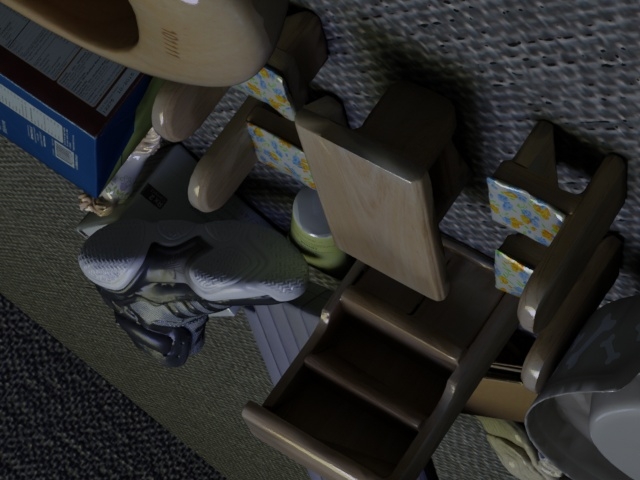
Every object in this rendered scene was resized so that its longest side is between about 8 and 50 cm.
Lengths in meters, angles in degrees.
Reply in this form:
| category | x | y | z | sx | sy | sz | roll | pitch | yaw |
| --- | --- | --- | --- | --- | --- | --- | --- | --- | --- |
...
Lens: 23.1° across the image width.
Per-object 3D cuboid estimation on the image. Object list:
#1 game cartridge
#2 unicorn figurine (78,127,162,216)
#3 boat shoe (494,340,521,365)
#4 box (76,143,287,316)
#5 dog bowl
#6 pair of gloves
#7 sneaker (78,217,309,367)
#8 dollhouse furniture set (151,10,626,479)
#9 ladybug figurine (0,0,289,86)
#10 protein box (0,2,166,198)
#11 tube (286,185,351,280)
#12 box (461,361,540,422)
| category | x | y | z | sx | sy | sz | roll | pitch | yaw |
| --- | --- | --- | --- | --- | --- | --- | --- | --- | --- |
| game cartridge | 0.034 | 0.203 | 1.751 | 0.230 | 0.068 | 0.355 | 16 | 132 | 52 |
| unicorn figurine | -0.216 | -0.098 | 1.752 | 0.060 | 0.161 | 0.111 | 11 | -171 | -29 |
| boat shoe | 0.114 | 0.100 | 1.692 | 0.207 | 0.073 | 0.073 | 26 | 157 | 22 |
| box | -0.165 | -0.007 | 1.849 | 0.181 | 0.119 | 0.182 | 41 | 162 | -18 |
| dog bowl | 0.345 | 0.156 | 1.253 | 0.349 | 0.102 | 0.349 | 19 | 159 | 8 |
| pair of gloves | 0.279 | 0.264 | 1.864 | 0.240 | 0.042 | 0.204 | 14 | 153 | 51 |
| sneaker | -0.124 | 0.061 | 1.699 | 0.269 | 0.101 | 0.153 | 6 | 133 | 24 |
| dollhouse furniture set | 0.041 | 0.042 | 1.360 | 0.362 | 0.256 | 0.394 | 28 | 161 | 21 |
| ladybug figurine | -0.200 | -0.279 | 1.125 | 0.449 | 0.162 | 0.305 | 31 | 163 | 11 |
| protein box | -0.268 | -0.175 | 1.568 | 0.201 | 0.136 | 0.200 | 35 | 163 | 3 |
| tube | 0.000 | 0.000 | 1.670 | 0.240 | 0.062 | 0.070 | 98 | 152 | -76 |
| box | 0.174 | 0.161 | 1.684 | 0.164 | 0.021 | 0.201 | 8 | 164 | 8 |
